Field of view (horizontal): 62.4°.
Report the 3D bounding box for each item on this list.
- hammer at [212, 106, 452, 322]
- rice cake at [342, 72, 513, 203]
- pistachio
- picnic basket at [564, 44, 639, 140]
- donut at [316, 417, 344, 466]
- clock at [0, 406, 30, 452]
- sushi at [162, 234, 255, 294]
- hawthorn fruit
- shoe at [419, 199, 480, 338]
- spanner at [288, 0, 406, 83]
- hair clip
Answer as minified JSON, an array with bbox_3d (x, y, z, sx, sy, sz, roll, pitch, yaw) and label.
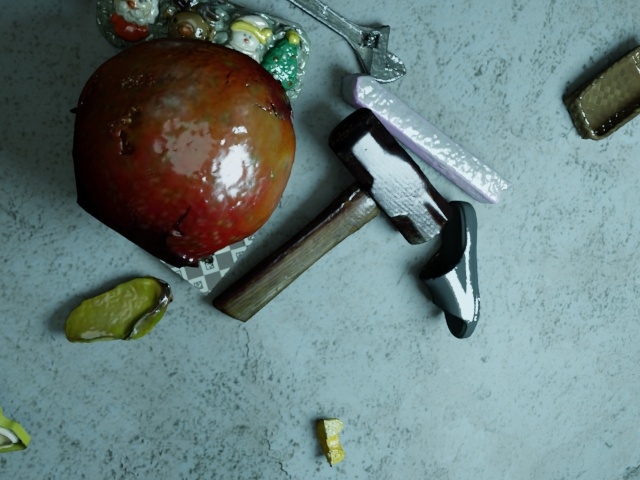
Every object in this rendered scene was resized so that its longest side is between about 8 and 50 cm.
[{"bbox_3d":[0.000,0.000,0.866,0.408,0.095,0.242,-41,117,2],"label":"hammer"},{"bbox_3d":[0.186,-0.165,0.903,0.364,0.072,0.056,32,92,-19],"label":"rice cake"},{"bbox_3d":[-0.313,0.119,0.841,0.172,0.049,0.090,-24,82,-7],"label":"pistachio"},{"bbox_3d":[0.543,-0.272,0.975,0.193,0.055,0.110,-35,105,-5],"label":"picnic basket"},{"bbox_3d":[0.023,0.363,0.960,0.037,0.067,0.083,-13,69,-28],"label":"donut"},{"bbox_3d":[-0.619,0.277,0.782,0.293,0.071,0.277,-22,108,-9],"label":"clock"},{"bbox_3d":[-0.191,0.005,0.861,0.120,0.026,0.126,40,83,-9],"label":"sushi"},{"bbox_3d":[-0.180,-0.114,0.714,0.315,0.316,0.316,-2,100,-13],"label":"hawthorn fruit"},{"bbox_3d":[0.217,0.050,0.931,0.092,0.108,0.241,0,93,-12],"label":"shoe"},{"bbox_3d":[0.007,-0.358,0.847,0.325,0.026,0.093,29,93,-15],"label":"spanner"},{"bbox_3d":[-0.166,-0.302,0.779,0.321,0.091,0.139,15,99,-14],"label":"hair clip"}]
